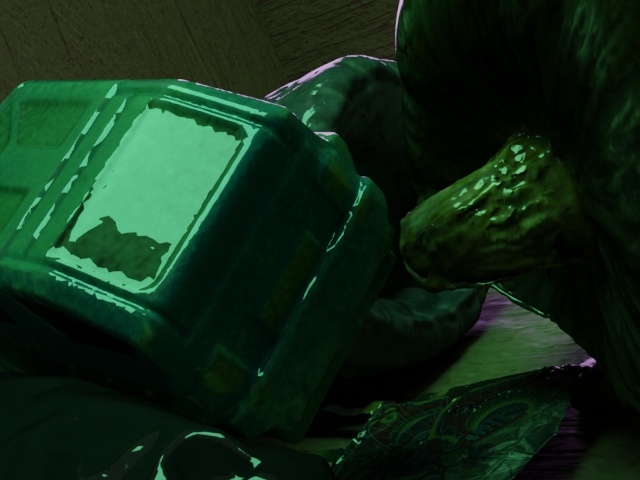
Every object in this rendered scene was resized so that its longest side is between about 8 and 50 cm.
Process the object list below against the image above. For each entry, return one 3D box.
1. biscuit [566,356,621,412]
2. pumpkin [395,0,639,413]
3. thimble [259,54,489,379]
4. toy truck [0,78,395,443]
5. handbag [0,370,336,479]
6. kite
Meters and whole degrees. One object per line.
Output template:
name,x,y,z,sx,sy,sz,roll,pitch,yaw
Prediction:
biscuit,0.186,0.050,0.545,0.138,0.031,0.205,-22,8,-1
pumpkin,0.135,-0.074,0.449,0.242,0.232,0.325,-27,34,-17
thimble,0.000,0.000,0.745,0.172,0.205,0.236,-20,24,35
toy truck,-0.098,0.010,0.537,0.279,0.156,0.155,9,61,45
handbag,-0.164,0.148,0.358,0.275,0.178,0.302,-10,2,-32
kite,0.007,0.116,0.593,0.152,0.015,0.285,-36,15,-36
